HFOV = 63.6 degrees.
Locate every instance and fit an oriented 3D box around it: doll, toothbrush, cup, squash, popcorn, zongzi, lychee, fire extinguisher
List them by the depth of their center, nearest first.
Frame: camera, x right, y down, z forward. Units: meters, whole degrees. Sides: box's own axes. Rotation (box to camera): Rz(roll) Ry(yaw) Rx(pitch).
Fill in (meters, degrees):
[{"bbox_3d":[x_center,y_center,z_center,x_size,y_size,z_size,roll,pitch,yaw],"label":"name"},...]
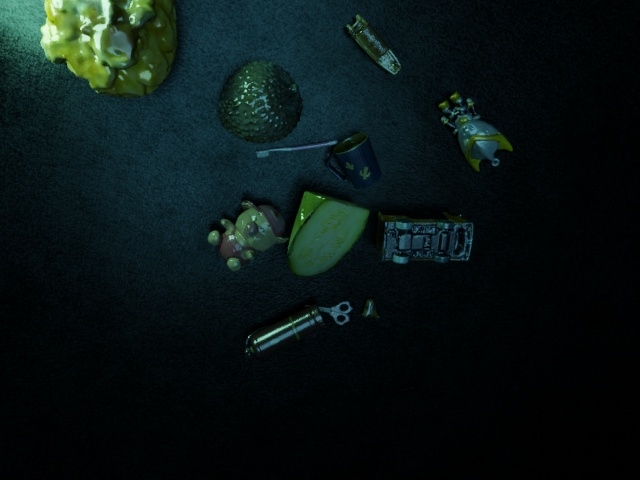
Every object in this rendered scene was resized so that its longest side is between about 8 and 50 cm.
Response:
[{"bbox_3d":[-0.574,-0.599,1.446,0.343,0.354,0.391,3,64,8],"label":"popcorn"},{"bbox_3d":[-0.188,-0.429,1.623,0.274,0.255,0.255,-20,114,30],"label":"lychee"},{"bbox_3d":[-0.244,-0.025,1.777,0.255,0.152,0.196,-37,113,1],"label":"doll"},{"bbox_3d":[-0.081,-0.318,1.785,0.286,0.020,0.025,-10,118,-7],"label":"toothbrush"},{"bbox_3d":[0.117,-0.266,1.795,0.176,0.131,0.155,-18,117,27],"label":"cup"},{"bbox_3d":[0.000,0.000,1.799,0.233,0.210,0.309,12,99,-33],"label":"squash"},{"bbox_3d":[0.550,-0.388,1.844,0.145,0.103,0.316,-40,105,8],"label":"doll"},{"bbox_3d":[-0.144,0.364,1.947,0.341,0.105,0.142,-27,115,0],"label":"fire extinguisher"},{"bbox_3d":[0.210,0.266,2.023,0.083,0.040,0.076,11,99,-26],"label":"zongzi"}]

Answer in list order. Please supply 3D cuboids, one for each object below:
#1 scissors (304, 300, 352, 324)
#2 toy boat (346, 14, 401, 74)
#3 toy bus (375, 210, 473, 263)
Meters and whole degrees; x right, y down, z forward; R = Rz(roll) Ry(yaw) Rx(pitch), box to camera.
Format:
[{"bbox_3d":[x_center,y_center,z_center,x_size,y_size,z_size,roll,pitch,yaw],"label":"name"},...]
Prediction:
[{"bbox_3d":[0.030,0.271,2.001,0.188,0.015,0.100,12,103,-12],"label":"scissors"},{"bbox_3d":[0.181,-0.638,1.697,0.226,0.088,0.068,42,95,-19],"label":"toy boat"},{"bbox_3d":[0.368,-0.017,1.878,0.323,0.194,0.162,0,107,-8],"label":"toy bus"}]
